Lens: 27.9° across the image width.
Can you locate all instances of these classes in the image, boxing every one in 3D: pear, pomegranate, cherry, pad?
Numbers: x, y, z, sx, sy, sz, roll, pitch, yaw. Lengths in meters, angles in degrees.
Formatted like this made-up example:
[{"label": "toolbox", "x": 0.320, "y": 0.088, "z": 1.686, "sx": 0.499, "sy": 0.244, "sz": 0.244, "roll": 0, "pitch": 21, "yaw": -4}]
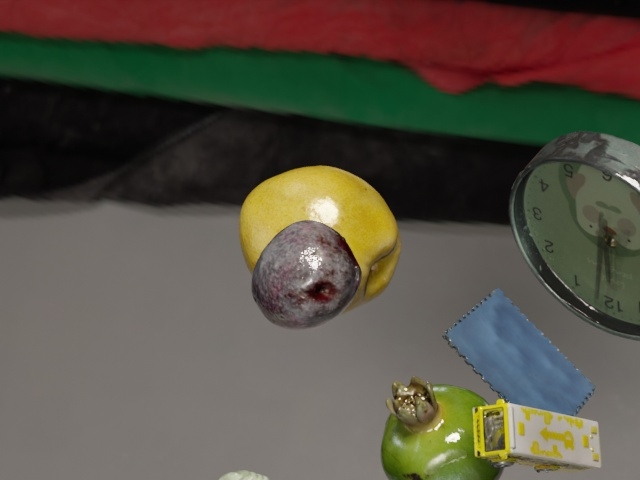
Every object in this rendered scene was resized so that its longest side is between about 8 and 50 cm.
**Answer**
[{"label": "pear", "x": 0.000, "y": 0.000, "z": 2.515, "sx": 0.314, "sy": 0.314, "sz": 0.314, "roll": 10, "pitch": -20, "yaw": 3}, {"label": "pomegranate", "x": 0.163, "y": 0.278, "z": 1.839, "sx": 0.187, "sy": 0.187, "sz": 0.225, "roll": -1, "pitch": -42, "yaw": 30}, {"label": "cherry", "x": -0.025, "y": 0.065, "z": 2.166, "sx": 0.195, "sy": 0.195, "sz": 0.195, "roll": 10, "pitch": -20, "yaw": 3}, {"label": "pad", "x": 0.358, "y": 0.219, "z": 2.293, "sx": 0.012, "sy": 0.269, "sz": 0.269, "roll": -49, "pitch": -12, "yaw": 32}]

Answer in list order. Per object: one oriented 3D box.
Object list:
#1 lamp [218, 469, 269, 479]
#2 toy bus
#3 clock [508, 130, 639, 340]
[{"label": "lamp", "x": -0.091, "y": 0.404, "z": 1.761, "sx": 0.106, "sy": 0.193, "sz": 0.106, "roll": -21, "pitch": 10, "yaw": 4}, {"label": "toy bus", "x": 0.298, "y": 0.276, "z": 1.769, "sx": 0.074, "sy": 0.081, "sz": 0.226, "roll": -16, "pitch": -25, "yaw": 42}, {"label": "clock", "x": 0.401, "y": 0.000, "z": 1.777, "sx": 0.319, "sy": 0.066, "sz": 0.319, "roll": 34, "pitch": -32, "yaw": 25}]
